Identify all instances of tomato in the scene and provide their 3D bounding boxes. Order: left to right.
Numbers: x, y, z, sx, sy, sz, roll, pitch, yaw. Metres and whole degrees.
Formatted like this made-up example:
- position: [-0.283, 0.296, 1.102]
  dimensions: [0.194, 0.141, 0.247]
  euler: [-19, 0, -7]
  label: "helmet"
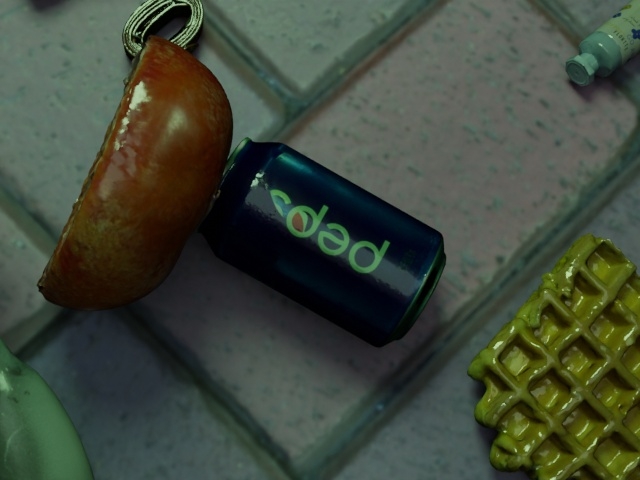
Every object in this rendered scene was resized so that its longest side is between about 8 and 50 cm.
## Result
- position: [-0.140, -0.048, 0.685]
  dimensions: [0.095, 0.236, 0.237]
  euler: [24, 79, -18]
  label: "tomato"

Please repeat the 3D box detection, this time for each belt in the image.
- position: [-0.144, -0.195, 0.792]
  dimensions: [0.083, 0.036, 0.059]
  euler: [-41, 94, -10]
  label: "belt"

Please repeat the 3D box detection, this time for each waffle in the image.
- position: [0.251, 0.146, 0.769]
  dimensions: [0.219, 0.057, 0.229]
  euler: [-44, 89, -10]
  label: "waffle"

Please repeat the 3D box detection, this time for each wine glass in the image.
- position: [-0.312, 0.103, 0.719]
  dimensions: [0.096, 0.264, 0.310]
  euler: [-26, 109, -42]
  label: "wine glass"

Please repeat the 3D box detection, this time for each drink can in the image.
- position: [0.000, 0.000, 0.736]
  dimensions: [0.204, 0.118, 0.118]
  euler: [29, 80, -2]
  label: "drink can"

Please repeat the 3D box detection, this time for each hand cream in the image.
- position: [0.312, -0.211, 0.839]
  dimensions: [0.170, 0.043, 0.065]
  euler: [-38, 92, -15]
  label: "hand cream"
